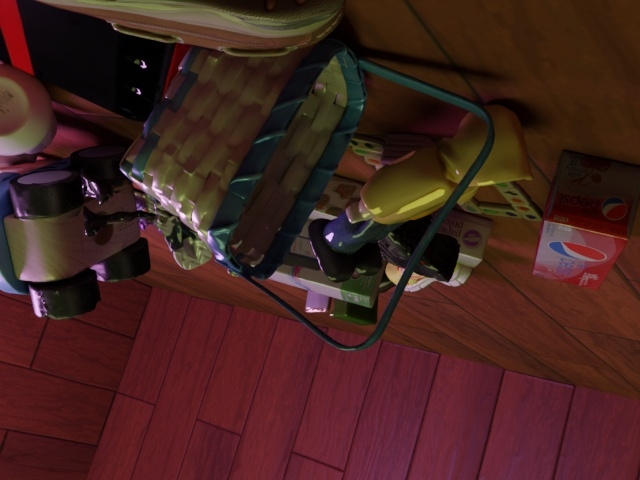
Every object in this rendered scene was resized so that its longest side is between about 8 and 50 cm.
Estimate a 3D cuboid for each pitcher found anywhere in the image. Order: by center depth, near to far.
[{"bbox_3d":[-0.466,-0.198,1.218,0.177,0.125,0.207,36,176,-12],"label":"pitcher"}]

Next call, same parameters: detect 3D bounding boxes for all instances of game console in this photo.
[{"bbox_3d":[-0.298,-0.249,0.875,0.342,0.060,0.386,25,167,-10],"label":"game console"}]

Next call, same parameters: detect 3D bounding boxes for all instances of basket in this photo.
[{"bbox_3d":[-0.014,-0.071,0.808,0.289,0.255,0.201,32,178,19],"label":"basket"}]

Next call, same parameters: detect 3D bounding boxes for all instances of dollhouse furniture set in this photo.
[{"bbox_3d":[-0.053,0.056,1.577,0.197,0.151,0.301,-4,163,40],"label":"dollhouse furniture set"}]

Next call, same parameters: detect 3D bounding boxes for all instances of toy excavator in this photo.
[{"bbox_3d":[-0.505,-0.060,1.524,0.445,0.222,0.433,5,-158,24],"label":"toy excavator"}]

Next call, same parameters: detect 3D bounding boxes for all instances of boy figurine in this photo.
[{"bbox_3d":[0.116,-0.050,0.921,0.177,0.092,0.285,-8,163,-45],"label":"boy figurine"}]

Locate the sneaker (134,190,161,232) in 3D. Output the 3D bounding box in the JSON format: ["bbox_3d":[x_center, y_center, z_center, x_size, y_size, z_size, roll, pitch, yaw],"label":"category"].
[{"bbox_3d":[-0.388,-0.063,1.838,0.170,0.071,0.068,26,166,-37],"label":"sneaker"}]

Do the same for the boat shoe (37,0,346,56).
[{"bbox_3d":[-0.136,-0.206,0.652,0.324,0.123,0.116,18,171,6],"label":"boat shoe"}]

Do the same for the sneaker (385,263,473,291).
[{"bbox_3d":[0.170,0.031,1.474,0.094,0.081,0.208,30,158,-25],"label":"sneaker"}]

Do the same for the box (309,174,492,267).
[{"bbox_3d":[0.087,-0.039,1.263,0.324,0.063,0.067,16,170,5],"label":"box"}]

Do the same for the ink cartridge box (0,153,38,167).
[{"bbox_3d":[-0.598,-0.199,1.446,0.193,0.088,0.234,24,166,-36],"label":"ink cartridge box"}]

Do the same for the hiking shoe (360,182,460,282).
[{"bbox_3d":[0.095,-0.008,1.141,0.114,0.086,0.227,4,154,37],"label":"hiking shoe"}]

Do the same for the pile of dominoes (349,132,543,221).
[{"bbox_3d":[0.153,-0.067,1.090,0.196,0.040,0.251,9,166,36],"label":"pile of dominoes"}]

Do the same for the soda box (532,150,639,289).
[{"bbox_3d":[0.306,-0.014,1.002,0.092,0.083,0.263,14,168,15],"label":"soda box"}]

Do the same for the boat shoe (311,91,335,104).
[{"bbox_3d":[-0.064,-0.094,1.073,0.122,0.120,0.324,20,168,-12],"label":"boat shoe"}]

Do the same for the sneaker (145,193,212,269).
[{"bbox_3d":[-0.267,-0.077,1.534,0.153,0.094,0.235,56,171,47],"label":"sneaker"}]

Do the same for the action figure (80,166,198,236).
[{"bbox_3d":[-0.218,-0.076,1.289,0.275,0.164,0.141,-5,-143,-16],"label":"action figure"}]

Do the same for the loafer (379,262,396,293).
[{"bbox_3d":[0.135,0.069,1.673,0.080,0.078,0.220,23,168,-28],"label":"loafer"}]

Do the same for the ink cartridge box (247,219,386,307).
[{"bbox_3d":[0.000,0.000,1.344,0.212,0.154,0.093,15,169,11],"label":"ink cartridge box"}]
